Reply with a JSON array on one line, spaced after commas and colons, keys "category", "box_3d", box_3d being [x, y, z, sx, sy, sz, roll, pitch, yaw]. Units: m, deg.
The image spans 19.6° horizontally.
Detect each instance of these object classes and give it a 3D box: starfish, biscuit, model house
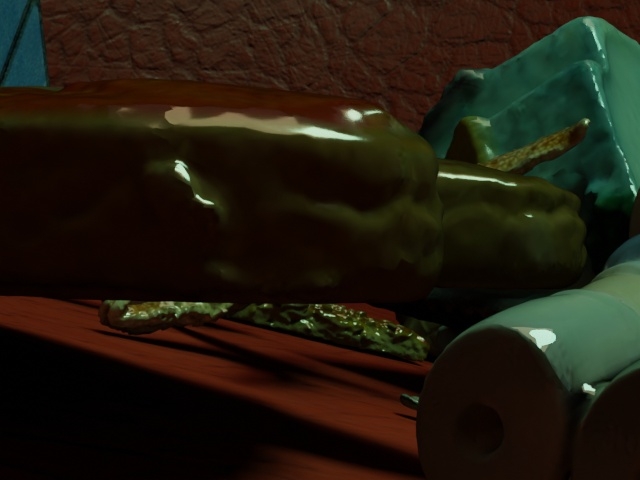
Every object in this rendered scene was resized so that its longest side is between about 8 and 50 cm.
[{"category": "starfish", "box_3d": [0.002, 0.006, 0.978, 0.295, 0.048, 0.231, -21, 2, 29]}, {"category": "biscuit", "box_3d": [-0.107, -0.021, 0.653, 0.368, 0.076, 0.394, 2, 0, 16]}, {"category": "model house", "box_3d": [0.145, 0.031, 1.147, 0.248, 0.230, 0.280, -32, -28, 27]}, {"category": "biscuit", "box_3d": [-0.031, 0.048, 1.326, 0.206, 0.025, 0.126, 14, 1, -20]}]

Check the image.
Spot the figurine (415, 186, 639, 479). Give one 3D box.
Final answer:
[{"category": "figurine", "box_3d": [0.188, 0.035, 0.627, 0.224, 0.205, 0.382, 9, 7, 20]}]

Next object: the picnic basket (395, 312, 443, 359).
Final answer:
[{"category": "picnic basket", "box_3d": [0.122, 0.032, 1.450, 0.137, 0.128, 0.178, 18, 18, -8]}]

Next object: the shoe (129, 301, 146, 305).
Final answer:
[{"category": "shoe", "box_3d": [-0.122, -0.011, 1.242, 0.110, 0.095, 0.265, 6, 15, -35]}]

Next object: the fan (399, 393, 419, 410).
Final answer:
[{"category": "fan", "box_3d": [0.144, 0.110, 0.920, 0.220, 0.009, 0.132, 16, -1, 3]}]

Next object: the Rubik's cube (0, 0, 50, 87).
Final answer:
[{"category": "Rubik's cube", "box_3d": [-0.329, -0.159, 1.264, 0.207, 0.205, 0.205, 15, 36, 26]}]
